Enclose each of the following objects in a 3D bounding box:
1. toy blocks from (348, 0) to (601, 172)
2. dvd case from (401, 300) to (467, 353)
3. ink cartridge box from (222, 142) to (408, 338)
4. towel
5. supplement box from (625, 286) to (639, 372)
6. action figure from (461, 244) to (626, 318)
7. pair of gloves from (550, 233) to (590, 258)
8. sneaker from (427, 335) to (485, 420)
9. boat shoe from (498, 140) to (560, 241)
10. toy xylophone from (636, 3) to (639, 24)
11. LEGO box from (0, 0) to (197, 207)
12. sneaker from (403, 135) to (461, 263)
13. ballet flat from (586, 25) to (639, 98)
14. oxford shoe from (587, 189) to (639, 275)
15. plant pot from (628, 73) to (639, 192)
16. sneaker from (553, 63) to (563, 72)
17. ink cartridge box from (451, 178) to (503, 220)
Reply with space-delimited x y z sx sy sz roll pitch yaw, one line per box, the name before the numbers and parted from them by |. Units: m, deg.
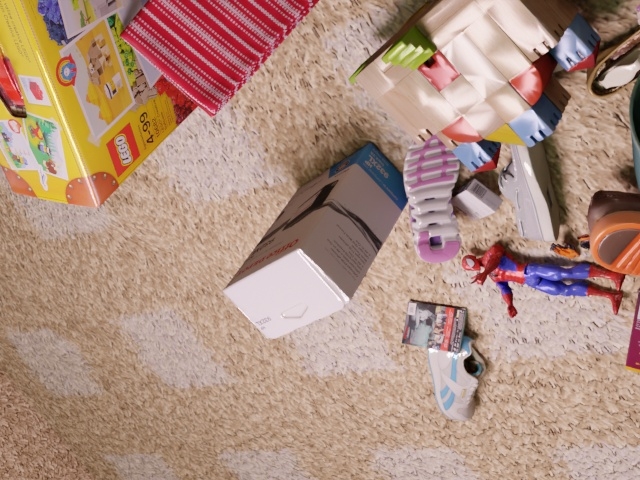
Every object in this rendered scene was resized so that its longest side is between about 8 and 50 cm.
toy blocks | 0.242 -0.237 1.364 0.261 0.190 0.381 44 137 -9
dvd case | 0.221 0.168 1.847 0.120 0.087 0.013 7 173 25
ink cartridge box | 0.000 0.000 1.651 0.129 0.307 0.223 47 136 -15
towel | -0.151 -0.358 1.486 0.199 0.275 0.031 41 179 -9
supplement box | 0.564 0.126 1.571 0.081 0.104 0.188 13 134 22
action figure | 0.367 0.084 1.637 0.280 0.139 0.091 14 134 25
pair of gloves | 0.432 0.009 1.591 0.083 0.010 0.074 -20 150 40
sneaker | 0.283 0.282 1.903 0.092 0.087 0.228 4 131 30
boat shoe | 0.329 -0.086 1.539 0.081 0.079 0.227 -3 130 28
toy xylophone | 0.543 -0.276 1.125 0.236 0.081 0.322 -47 57 14
LEGO box | -0.396 -0.368 1.508 0.193 0.372 0.500 10 133 25
sneaker | 0.185 -0.084 1.623 0.095 0.104 0.236 -6 110 -2
ballet flat | 0.460 -0.264 1.298 0.080 0.073 0.232 41 137 -9
oxford shoe | 0.583 -0.007 1.437 0.364 0.132 0.130 14 131 -6
plant pot | 0.554 -0.101 1.248 0.293 0.293 0.235 13 154 22
sneaker | 0.352 -0.276 1.386 0.044 0.040 0.109 32 145 -20
ink cartridge box | 0.263 -0.069 1.623 0.063 0.029 0.115 37 170 -3
